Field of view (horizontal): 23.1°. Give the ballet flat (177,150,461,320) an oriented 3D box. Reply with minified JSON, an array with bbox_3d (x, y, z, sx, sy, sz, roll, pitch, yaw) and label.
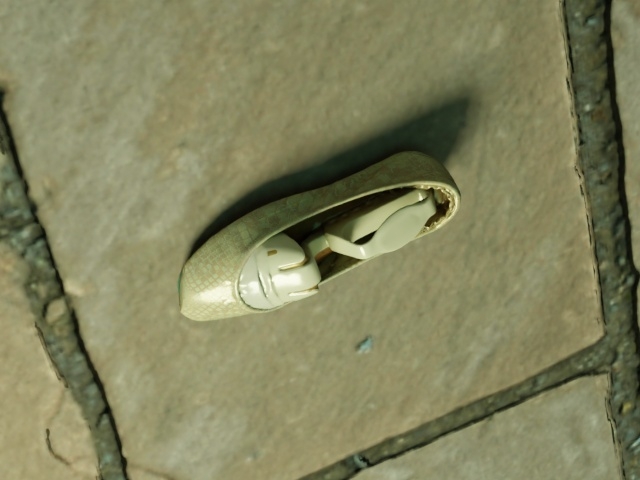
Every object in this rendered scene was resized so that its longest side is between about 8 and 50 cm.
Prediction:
[{"bbox_3d":[0.000,0.000,0.852,0.168,0.052,0.057,-29,123,-10],"label":"ballet flat"}]
